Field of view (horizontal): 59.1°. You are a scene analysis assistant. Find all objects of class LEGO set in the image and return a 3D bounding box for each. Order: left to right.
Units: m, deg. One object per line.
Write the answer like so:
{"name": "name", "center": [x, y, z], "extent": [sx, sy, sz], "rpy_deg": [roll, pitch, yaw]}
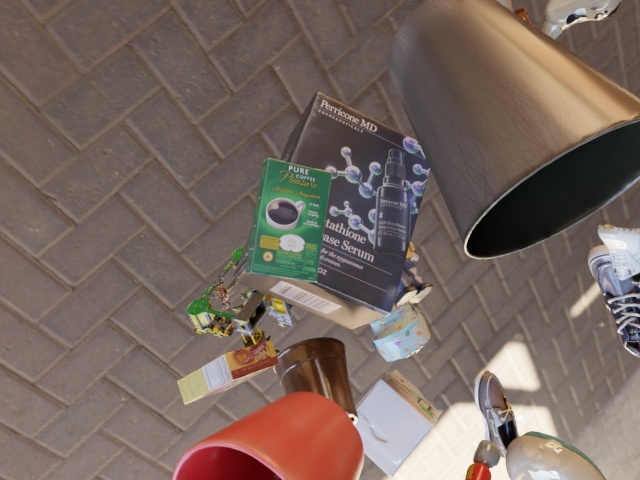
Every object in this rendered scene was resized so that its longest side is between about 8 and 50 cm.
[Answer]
{"name": "LEGO set", "center": [-0.186, 0.186, 1.543], "extent": [0.331, 0.255, 0.192], "rpy_deg": [-63, 148, -45]}

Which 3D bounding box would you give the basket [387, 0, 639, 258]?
{"name": "basket", "center": [0.173, -0.127, 0.546], "extent": [0.204, 0.226, 0.154], "rpy_deg": [-27, 150, 2]}

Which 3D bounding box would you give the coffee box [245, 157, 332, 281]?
{"name": "coffee box", "center": [-0.050, -0.030, 0.900], "extent": [0.113, 0.040, 0.184], "rpy_deg": [9, 83, -19]}

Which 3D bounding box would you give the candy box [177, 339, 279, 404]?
{"name": "candy box", "center": [-0.176, 0.249, 1.062], "extent": [0.109, 0.053, 0.187], "rpy_deg": [-8, 162, -46]}

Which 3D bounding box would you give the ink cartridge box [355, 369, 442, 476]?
{"name": "ink cartridge box", "center": [0.219, 0.538, 1.696], "extent": [0.197, 0.198, 0.270], "rpy_deg": [-52, 163, 5]}

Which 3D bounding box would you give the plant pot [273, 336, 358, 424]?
{"name": "plant pot", "center": [-0.003, 0.317, 1.188], "extent": [0.167, 0.165, 0.167], "rpy_deg": [-12, 140, -10]}

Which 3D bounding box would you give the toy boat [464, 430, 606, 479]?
{"name": "toy boat", "center": [0.453, 0.499, 1.214], "extent": [0.267, 0.318, 0.148], "rpy_deg": [53, 47, -17]}

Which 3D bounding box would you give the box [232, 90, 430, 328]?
{"name": "box", "center": [0.031, -0.055, 1.203], "extent": [0.294, 0.212, 0.395], "rpy_deg": [23, 67, -11]}

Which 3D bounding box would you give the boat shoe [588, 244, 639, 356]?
{"name": "boat shoe", "center": [0.768, 0.158, 1.392], "extent": [0.341, 0.127, 0.158], "rpy_deg": [38, 51, -29]}

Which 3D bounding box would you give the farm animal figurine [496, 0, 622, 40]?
{"name": "farm animal figurine", "center": [0.340, -0.358, 1.006], "extent": [0.327, 0.330, 0.172], "rpy_deg": [-10, 91, -3]}

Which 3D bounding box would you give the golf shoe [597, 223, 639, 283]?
{"name": "golf shoe", "center": [0.538, 0.026, 0.986], "extent": [0.176, 0.069, 0.086], "rpy_deg": [21, 86, -34]}

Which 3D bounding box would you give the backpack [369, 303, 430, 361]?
{"name": "backpack", "center": [0.221, 0.256, 1.603], "extent": [0.166, 0.188, 0.144], "rpy_deg": [-28, 101, 5]}

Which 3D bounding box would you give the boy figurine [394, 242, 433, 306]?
{"name": "boy figurine", "center": [0.167, 0.029, 1.450], "extent": [0.177, 0.285, 0.092], "rpy_deg": [-10, 148, -37]}

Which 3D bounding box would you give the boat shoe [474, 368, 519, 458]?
{"name": "boat shoe", "center": [0.587, 0.576, 1.848], "extent": [0.117, 0.097, 0.324], "rpy_deg": [-22, 105, -32]}

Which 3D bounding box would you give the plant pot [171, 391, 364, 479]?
{"name": "plant pot", "center": [-0.061, 0.389, 0.920], "extent": [0.243, 0.275, 0.274], "rpy_deg": [-27, 133, -59]}
